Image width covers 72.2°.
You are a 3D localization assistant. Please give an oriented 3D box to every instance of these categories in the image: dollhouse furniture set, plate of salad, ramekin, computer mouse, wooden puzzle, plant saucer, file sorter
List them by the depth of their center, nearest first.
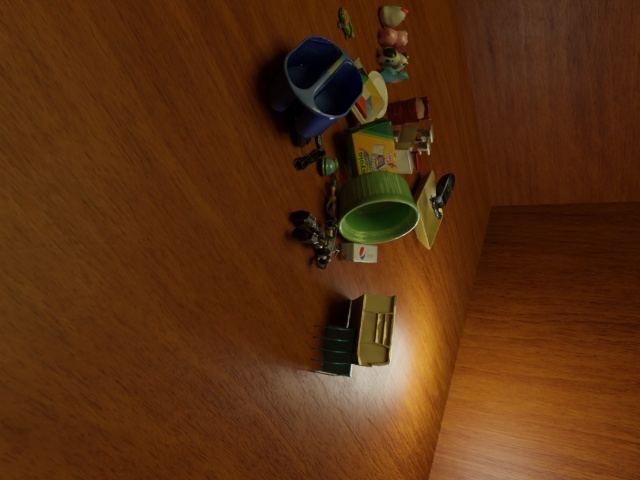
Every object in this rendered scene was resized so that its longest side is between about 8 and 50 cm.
[{"bbox_3d":[-0.036,-0.381,1.480,0.184,0.060,0.261,-34,119,-52],"label":"computer mouse"},{"bbox_3d":[0.041,0.390,1.559,0.105,0.118,0.170,22,72,-53],"label":"file sorter"},{"bbox_3d":[0.208,-0.125,1.653,0.303,0.304,0.148,40,37,-51],"label":"ramekin"},{"bbox_3d":[0.171,-0.592,1.774,0.238,0.044,0.220,54,49,-26],"label":"wooden puzzle"},{"bbox_3d":[0.240,-0.640,1.930,0.200,0.048,0.199,-6,98,-53],"label":"plate of salad"},{"bbox_3d":[0.380,-0.448,1.982,0.161,0.212,0.241,61,41,-53],"label":"dollhouse furniture set"},{"bbox_3d":[0.461,-0.518,2.191,0.201,0.152,0.373,-35,120,-53],"label":"dollhouse furniture set"},{"bbox_3d":[0.586,-0.174,2.466,0.332,0.081,0.332,-57,135,-40],"label":"plant saucer"},{"bbox_3d":[0.681,-0.272,2.486,0.272,0.072,0.188,-59,141,-21],"label":"computer mouse"}]

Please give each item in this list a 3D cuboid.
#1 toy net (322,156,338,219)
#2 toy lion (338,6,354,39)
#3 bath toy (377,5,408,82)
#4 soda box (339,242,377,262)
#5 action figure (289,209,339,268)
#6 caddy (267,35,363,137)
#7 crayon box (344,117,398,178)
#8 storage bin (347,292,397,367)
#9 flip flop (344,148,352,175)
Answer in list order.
[{"bbox_3d":[0.039,-0.190,1.627,0.122,0.045,0.231,-42,131,-78],"label":"toy net"},{"bbox_3d":[0.102,-0.863,1.732,0.100,0.034,0.095,39,51,-52],"label":"toy lion"},{"bbox_3d":[0.347,-0.916,2.029,0.151,0.129,0.347,3,87,-58],"label":"bath toy"},{"bbox_3d":[0.156,0.051,1.785,0.216,0.069,0.073,7,85,-59],"label":"soda box"},{"bbox_3d":[0.000,0.000,1.511,0.285,0.099,0.185,36,55,-56],"label":"action figure"},{"bbox_3d":[-0.004,-0.481,1.343,0.241,0.179,0.341,42,49,-14],"label":"caddy"},{"bbox_3d":[0.203,-0.317,1.713,0.166,0.081,0.278,-20,121,-10],"label":"crayon box"},{"bbox_3d":[0.184,0.341,1.657,0.262,0.123,0.260,118,-19,-75],"label":"storage bin"},{"bbox_3d":[0.187,-0.284,1.821,0.277,0.080,0.112,52,48,-45],"label":"flip flop"}]
